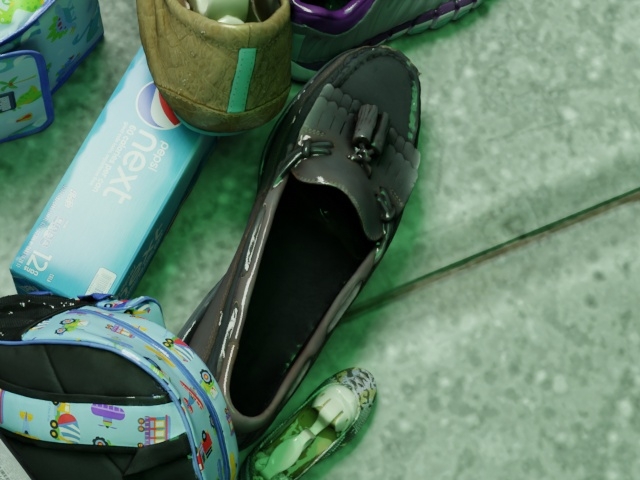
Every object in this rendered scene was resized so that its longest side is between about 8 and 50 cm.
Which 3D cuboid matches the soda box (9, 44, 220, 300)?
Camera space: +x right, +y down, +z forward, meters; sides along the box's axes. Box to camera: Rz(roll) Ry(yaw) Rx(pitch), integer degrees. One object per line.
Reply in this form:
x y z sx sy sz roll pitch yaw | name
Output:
-0.120 -0.045 0.886 0.067 0.071 0.210 27 70 2 | soda box

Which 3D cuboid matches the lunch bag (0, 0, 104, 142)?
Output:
-0.211 -0.128 0.873 0.096 0.129 0.151 35 70 6 | lunch bag

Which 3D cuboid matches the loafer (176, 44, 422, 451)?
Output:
0.000 0.000 0.866 0.109 0.095 0.302 32 71 -15 | loafer

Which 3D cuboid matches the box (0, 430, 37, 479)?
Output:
-0.208 0.301 0.676 0.318 0.097 0.395 -38 87 4 | box

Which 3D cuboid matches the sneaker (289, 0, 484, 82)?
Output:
0.062 -0.191 0.944 0.224 0.098 0.083 -36 79 -16 | sneaker

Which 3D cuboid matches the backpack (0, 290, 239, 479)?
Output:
-0.119 0.106 0.759 0.117 0.173 0.158 -33 115 -54 | backpack

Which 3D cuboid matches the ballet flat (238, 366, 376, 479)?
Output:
-0.004 0.122 0.862 0.114 0.041 0.041 -42 81 -18 | ballet flat

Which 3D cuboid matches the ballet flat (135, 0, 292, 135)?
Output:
-0.085 -0.232 0.861 0.116 0.124 0.342 -5 64 -18 | ballet flat
